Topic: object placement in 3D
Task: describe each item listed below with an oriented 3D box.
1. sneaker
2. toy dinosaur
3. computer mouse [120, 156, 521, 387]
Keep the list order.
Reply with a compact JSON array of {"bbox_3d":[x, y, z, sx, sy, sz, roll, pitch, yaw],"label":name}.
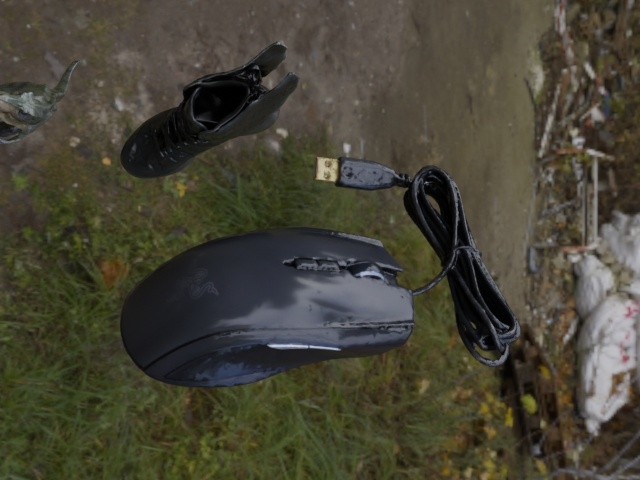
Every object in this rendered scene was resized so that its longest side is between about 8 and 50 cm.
[{"bbox_3d":[-0.093,-0.097,0.531,0.089,0.170,0.051,-4,74,-82],"label":"sneaker"},{"bbox_3d":[-0.333,-0.145,0.742,0.268,0.118,0.064,-112,-178,-66],"label":"toy dinosaur"},{"bbox_3d":[0.000,0.000,0.461,0.060,0.262,0.184,104,-21,-50],"label":"computer mouse"}]
